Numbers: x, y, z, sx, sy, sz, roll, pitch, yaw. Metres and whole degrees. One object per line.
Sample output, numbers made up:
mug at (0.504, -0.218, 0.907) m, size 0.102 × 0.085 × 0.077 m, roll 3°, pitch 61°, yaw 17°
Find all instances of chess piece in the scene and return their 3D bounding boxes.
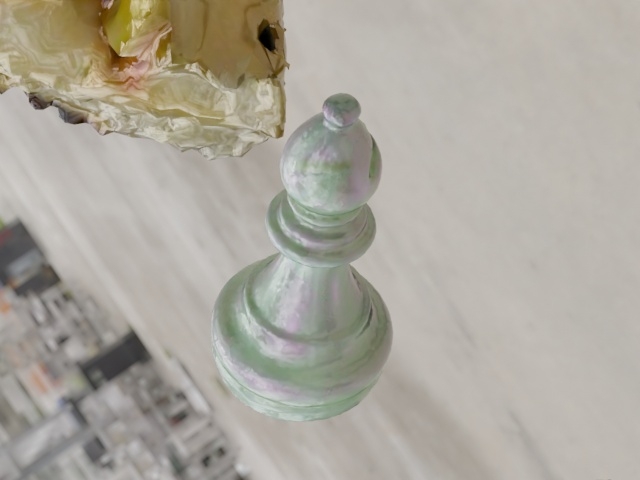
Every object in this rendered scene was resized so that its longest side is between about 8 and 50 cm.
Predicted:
chess piece at (0.000, 0.000, 1.208) m, size 0.139 × 0.139 × 0.271 m, roll 49°, pitch 147°, yaw 30°

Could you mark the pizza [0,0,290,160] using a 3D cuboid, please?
pizza at (-0.203, -0.202, 0.508) m, size 0.130 × 0.406 × 0.440 m, roll -40°, pitch 74°, yaw 41°
